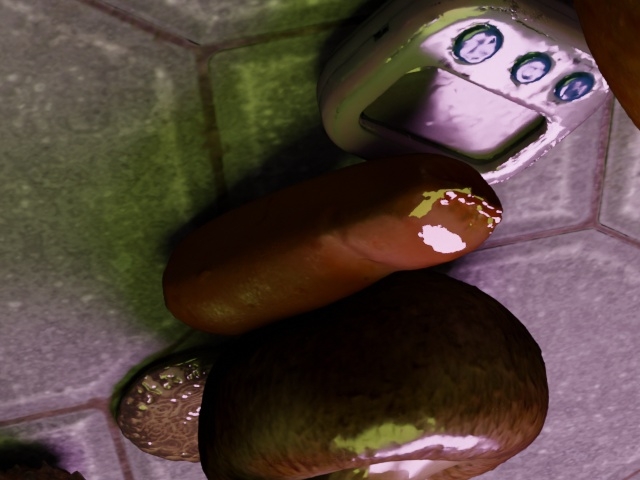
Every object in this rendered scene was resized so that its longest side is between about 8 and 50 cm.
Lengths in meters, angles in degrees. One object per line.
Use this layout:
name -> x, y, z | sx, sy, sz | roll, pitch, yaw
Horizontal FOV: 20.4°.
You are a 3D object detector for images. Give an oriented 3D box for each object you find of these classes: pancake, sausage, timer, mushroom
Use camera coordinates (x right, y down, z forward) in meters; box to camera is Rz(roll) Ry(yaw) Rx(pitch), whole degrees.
pancake -> -0.104, 0.162, 1.731 | 0.199, 0.021, 0.199 | -9, 145, -7
sausage -> 0.000, 0.000, 1.422 | 0.097, 0.094, 0.348 | 27, 145, -38
timer -> 0.111, -0.124, 1.367 | 0.208, 0.069, 0.191 | 19, 134, -39
mushroom -> 0.045, 0.192, 1.529 | 0.334, 0.356, 0.331 | -1, 144, -20

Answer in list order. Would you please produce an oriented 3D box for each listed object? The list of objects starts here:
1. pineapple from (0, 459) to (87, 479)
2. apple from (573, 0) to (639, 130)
pineapple -> -0.390, 0.290, 1.716 | 0.340, 0.169, 0.169 | 4, 142, -13
apple -> 0.357, -0.187, 1.135 | 0.400, 0.333, 0.400 | -10, 146, -7
